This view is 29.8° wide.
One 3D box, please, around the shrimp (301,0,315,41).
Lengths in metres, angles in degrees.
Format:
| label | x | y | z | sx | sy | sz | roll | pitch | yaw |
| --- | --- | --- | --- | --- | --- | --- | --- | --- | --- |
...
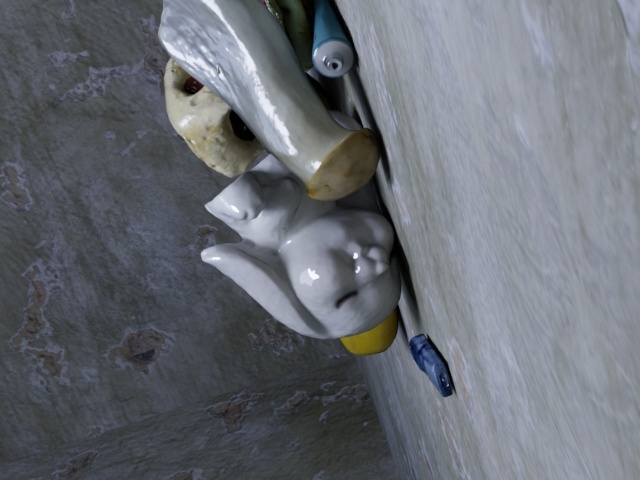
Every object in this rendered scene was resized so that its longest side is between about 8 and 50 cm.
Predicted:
| label | x | y | z | sx | sy | sz | roll | pitch | yaw |
| --- | --- | --- | --- | --- | --- | --- | --- | --- | --- |
| shrimp | -0.016 | -0.307 | 1.576 | 0.091 | 0.034 | 0.161 | 74 | 175 | -68 |

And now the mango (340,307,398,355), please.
| label | x | y | z | sx | sy | sz | roll | pitch | yaw |
| --- | --- | --- | --- | --- | --- | --- | --- | --- | --- |
| mango | 0.065 | 0.087 | 1.879 | 0.137 | 0.098 | 0.195 | 71 | -172 | -65 |

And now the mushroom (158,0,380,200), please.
| label | x | y | z | sx | sy | sz | roll | pitch | yaw |
| --- | --- | --- | --- | --- | --- | --- | --- | --- | --- |
| mushroom | -0.065 | -0.183 | 1.409 | 0.328 | 0.122 | 0.159 | 48 | 180 | 13 |

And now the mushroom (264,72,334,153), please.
| label | x | y | z | sx | sy | sz | roll | pitch | yaw |
| --- | --- | --- | --- | --- | --- | --- | --- | --- | --- |
| mushroom | -0.078 | -0.230 | 1.850 | 0.247 | 0.130 | 0.344 | 47 | -175 | -6 |

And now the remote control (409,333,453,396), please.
| label | x | y | z | sx | sy | sz | roll | pitch | yaw |
| --- | --- | --- | --- | --- | --- | --- | --- | --- | --- |
| remote control | 0.135 | 0.151 | 1.483 | 0.152 | 0.027 | 0.043 | -127 | 24 | -78 |

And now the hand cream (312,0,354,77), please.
| label | x | y | z | sx | sy | sz | roll | pitch | yaw |
| --- | --- | --- | --- | --- | --- | --- | --- | --- | --- |
| hand cream | 0.007 | -0.253 | 1.435 | 0.224 | 0.048 | 0.083 | -99 | -5 | -56 |

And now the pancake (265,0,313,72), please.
| label | x | y | z | sx | sy | sz | roll | pitch | yaw |
| --- | --- | --- | --- | --- | --- | --- | --- | --- | --- |
| pancake | -0.057 | -0.324 | 1.515 | 0.253 | 0.037 | 0.253 | 159 | 90 | -88 |

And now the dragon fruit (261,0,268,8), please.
| label | x | y | z | sx | sy | sz | roll | pitch | yaw |
| --- | --- | --- | --- | --- | --- | --- | --- | --- | --- |
| dragon fruit | -0.086 | -0.366 | 1.817 | 0.133 | 0.136 | 0.166 | 40 | 142 | 9 |

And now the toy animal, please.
| label | x | y | z | sx | sy | sz | roll | pitch | yaw |
| --- | --- | --- | --- | --- | --- | --- | --- | --- | --- |
| toy animal | 0.000 | 0.000 | 1.571 | 0.265 | 0.272 | 0.206 | 51 | 151 | -6 |

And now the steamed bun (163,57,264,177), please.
| label | x | y | z | sx | sy | sz | roll | pitch | yaw |
| --- | --- | --- | --- | --- | --- | --- | --- | --- | --- |
| steamed bun | -0.108 | -0.194 | 1.587 | 0.141 | 0.155 | 0.172 | 37 | -151 | -48 |
